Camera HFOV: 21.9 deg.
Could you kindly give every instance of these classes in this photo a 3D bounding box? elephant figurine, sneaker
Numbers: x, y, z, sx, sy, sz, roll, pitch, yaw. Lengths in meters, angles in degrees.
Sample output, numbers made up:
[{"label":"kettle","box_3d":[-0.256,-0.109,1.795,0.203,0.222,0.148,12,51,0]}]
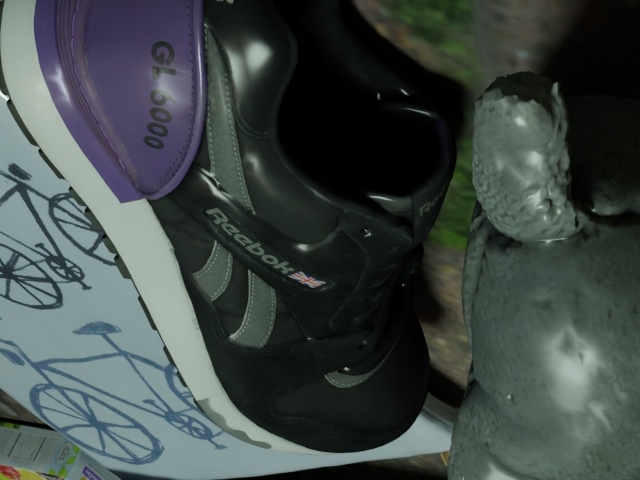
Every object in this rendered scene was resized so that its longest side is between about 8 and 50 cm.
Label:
[{"label":"elephant figurine","box_3d":[0.167,0.032,0.511,0.239,0.186,0.169,9,108,10]},{"label":"sneaker","box_3d":[0.000,0.000,0.619,0.124,0.107,0.283,3,146,32]}]

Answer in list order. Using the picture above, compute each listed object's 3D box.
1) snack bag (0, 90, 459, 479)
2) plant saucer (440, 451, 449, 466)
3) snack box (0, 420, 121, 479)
[{"label":"snack bag","box_3d":[-0.137,0.023,0.859,0.342,0.037,0.323,39,150,-23]},{"label":"plant saucer","box_3d":[0.102,0.114,0.837,0.083,0.015,0.083,20,153,11]},{"label":"snack box","box_3d":[-0.168,0.182,1.176,0.100,0.037,0.141,4,147,38]}]
